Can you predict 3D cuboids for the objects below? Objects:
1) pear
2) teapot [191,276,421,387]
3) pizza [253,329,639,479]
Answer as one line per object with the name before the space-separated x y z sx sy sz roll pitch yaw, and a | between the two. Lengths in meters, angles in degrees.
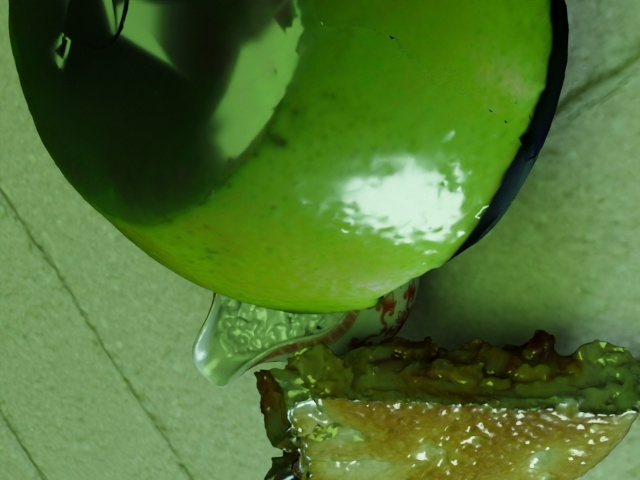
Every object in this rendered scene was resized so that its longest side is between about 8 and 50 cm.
pear | -0.056 -0.148 0.756 0.399 0.165 0.398 1 92 39
teapot | 0.000 0.000 0.882 0.159 0.116 0.245 44 127 26
pizza | 0.059 0.118 0.859 0.229 0.081 0.289 26 137 -31
